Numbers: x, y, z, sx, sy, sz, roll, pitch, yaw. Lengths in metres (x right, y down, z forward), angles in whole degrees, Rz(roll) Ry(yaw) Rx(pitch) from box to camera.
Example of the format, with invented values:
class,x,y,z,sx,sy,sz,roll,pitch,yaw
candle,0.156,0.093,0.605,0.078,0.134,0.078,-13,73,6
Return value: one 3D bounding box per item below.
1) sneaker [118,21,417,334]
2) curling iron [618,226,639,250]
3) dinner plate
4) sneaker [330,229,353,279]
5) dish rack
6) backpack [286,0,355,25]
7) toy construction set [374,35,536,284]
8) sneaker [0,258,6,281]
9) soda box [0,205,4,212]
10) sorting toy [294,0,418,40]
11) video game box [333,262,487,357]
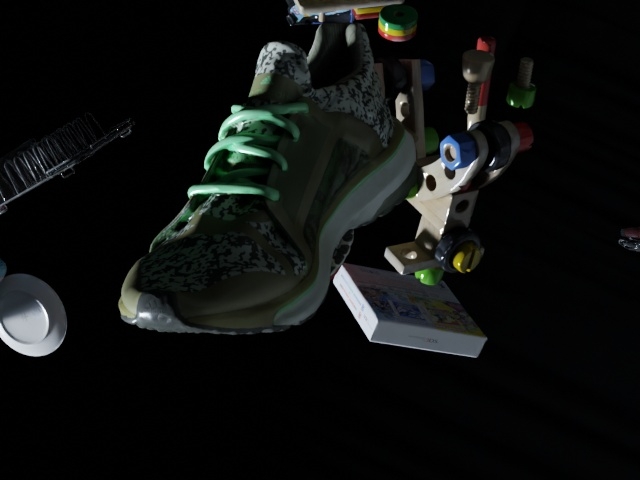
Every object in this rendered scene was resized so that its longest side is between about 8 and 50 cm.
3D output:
class,x,y,z,sx,sy,sz,roll,pitch,yaw
sneaker,-0.048,-0.066,1.030,0.410,0.158,0.182,-51,-43,-54
curling iron,0.570,-0.009,1.970,0.274,0.068,0.035,-9,67,62
dinner plate,-0.469,0.121,2.012,0.141,0.141,0.017,-68,-9,24
sneaker,0.000,0.000,1.957,0.279,0.107,0.118,-76,-7,-52
dish rack,-0.429,-0.131,1.994,0.271,0.074,0.208,-23,15,31
backpack,0.006,-0.371,1.712,0.117,0.158,0.173,-40,29,-16
toy construction set,0.143,-0.092,1.551,0.309,0.257,0.237,-38,-39,-47
sneaker,-0.608,0.127,1.896,0.208,0.127,0.319,-66,-18,14
soda box,-0.645,-0.114,2.269,0.083,0.092,0.263,-53,38,14
sorting toy,0.021,-0.320,1.575,0.274,0.132,0.046,-111,17,-44
video game box,0.144,0.113,2.066,0.048,0.205,0.187,-70,26,20
